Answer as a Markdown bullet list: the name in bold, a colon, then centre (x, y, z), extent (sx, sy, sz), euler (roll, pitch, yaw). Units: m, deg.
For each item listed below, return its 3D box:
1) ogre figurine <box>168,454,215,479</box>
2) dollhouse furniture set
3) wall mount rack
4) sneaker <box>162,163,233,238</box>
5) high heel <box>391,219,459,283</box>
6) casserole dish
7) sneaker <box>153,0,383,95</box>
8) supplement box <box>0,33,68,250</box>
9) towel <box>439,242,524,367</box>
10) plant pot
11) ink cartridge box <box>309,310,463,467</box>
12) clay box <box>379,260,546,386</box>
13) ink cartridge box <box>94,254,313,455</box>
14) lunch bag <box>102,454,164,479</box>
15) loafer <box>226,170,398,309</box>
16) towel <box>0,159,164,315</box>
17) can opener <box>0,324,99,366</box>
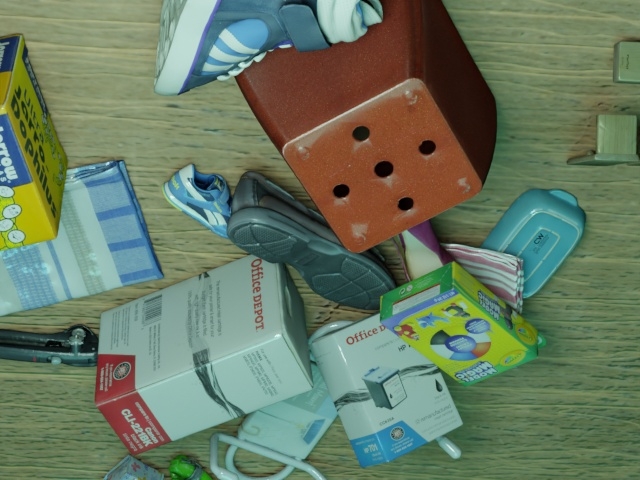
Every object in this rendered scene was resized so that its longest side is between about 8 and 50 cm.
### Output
- **ogre figurine**: centre (-0.185, 0.433, 2.084), extent (0.118, 0.197, 0.097), euler (16, 138, -38)
- **dollhouse furniture set**: centre (0.412, -0.174, 1.796), extent (0.144, 0.123, 0.151), euler (2, 89, -7)
- **wall mount rack**: centre (0.017, 0.295, 2.018), extent (0.304, 0.130, 0.350), euler (23, 120, -20)
- **sneaker**: centre (-0.137, -0.049, 1.814), extent (0.144, 0.053, 0.059), euler (31, 114, -25)
- **high heel**: centre (0.130, 0.030, 1.827), extent (0.082, 0.117, 0.244), euler (8, 126, 23)
- **casserole dish**: centre (0.292, 0.011, 1.906), extent (0.114, 0.037, 0.188), euler (24, 118, -20)
- **sneaker**: centre (-0.053, -0.244, 1.567), extent (0.236, 0.130, 0.323), euler (8, 156, -15)
- **supplement box**: centre (-0.511, -0.090, 1.663), extent (0.356, 0.195, 0.194), euler (-13, 125, 3)
- **towel**: centre (0.210, 0.093, 1.926), extent (0.144, 0.029, 0.197), euler (10, 127, 19)
- **plant pot**: centre (0.063, -0.146, 1.655), extent (0.267, 0.235, 0.267), euler (-27, 122, 12)
- **ink cartridge box**: centre (0.090, 0.199, 1.901), extent (0.140, 0.082, 0.190), euler (-22, 87, -30)
- **clay box**: centre (0.199, 0.124, 1.865), extent (0.127, 0.053, 0.222), euler (-28, 129, 33)
- **ink cartridge box**: centre (-0.156, 0.147, 1.858), extent (0.273, 0.197, 0.114), euler (-22, 125, 10)
- **lunch bag**: centre (-0.290, 0.378, 2.092), extent (0.071, 0.053, 0.083), euler (35, 124, -24)
- **loafer**: centre (0.000, 0.000, 1.835), extent (0.109, 0.095, 0.302), euler (-24, 141, 36)
- **towel**: centre (-0.374, 0.004, 1.840), extent (0.285, 0.034, 0.209), euler (-12, 125, 3)
- **can opener**: centre (-0.394, 0.152, 1.923), extent (0.186, 0.059, 0.073), euler (4, 124, -9)
